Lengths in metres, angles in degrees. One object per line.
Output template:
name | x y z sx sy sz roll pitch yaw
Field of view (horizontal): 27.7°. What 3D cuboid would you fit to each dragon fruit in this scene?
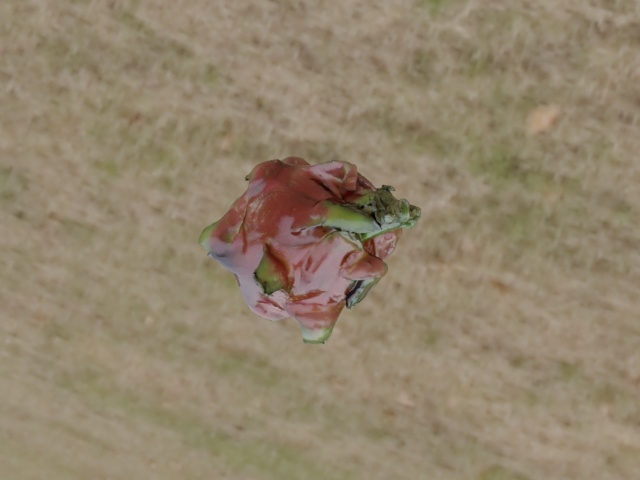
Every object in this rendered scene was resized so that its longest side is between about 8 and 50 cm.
dragon fruit | -0.004 0.002 1.018 0.135 0.137 0.236 37 169 -21
